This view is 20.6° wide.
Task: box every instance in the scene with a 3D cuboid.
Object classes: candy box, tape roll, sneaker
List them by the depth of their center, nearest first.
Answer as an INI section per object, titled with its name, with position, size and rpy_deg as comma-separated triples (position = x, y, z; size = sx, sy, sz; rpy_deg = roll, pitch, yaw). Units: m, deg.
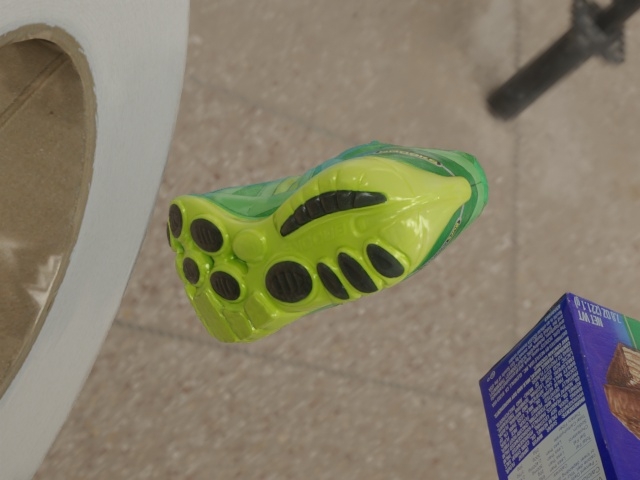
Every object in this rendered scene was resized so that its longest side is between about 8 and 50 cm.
[tape roll]
position = -0.172, 0.000, 0.734
size = 0.072, 0.392, 0.392
rpy_deg = 22, 53, 13
[sneaker]
position = 0.000, 0.000, 1.162
size = 0.123, 0.295, 0.109
rpy_deg = -18, 95, -36
[candy box]
position = 0.270, 0.217, 1.222
size = 0.268, 0.122, 0.317
rpy_deg = 21, 37, -24
